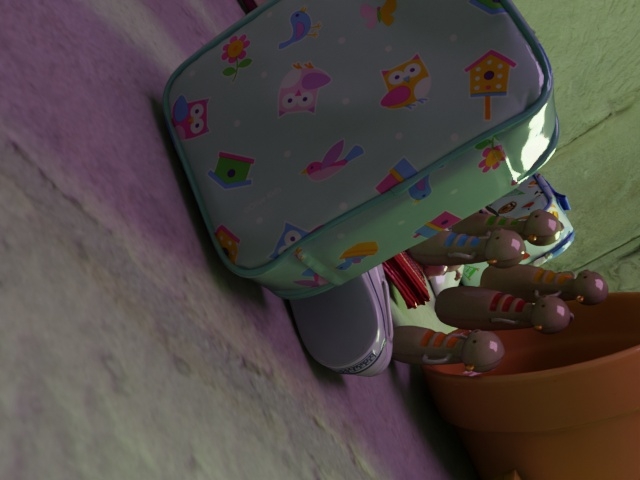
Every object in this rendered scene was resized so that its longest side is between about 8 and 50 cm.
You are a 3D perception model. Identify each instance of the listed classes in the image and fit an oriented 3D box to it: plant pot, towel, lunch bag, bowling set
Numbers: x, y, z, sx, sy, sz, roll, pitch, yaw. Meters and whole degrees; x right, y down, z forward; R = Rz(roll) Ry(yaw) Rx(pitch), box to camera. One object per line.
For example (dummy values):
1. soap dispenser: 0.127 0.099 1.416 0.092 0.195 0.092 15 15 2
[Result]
1. plant pot: 0.275 0.194 0.981 0.291 0.290 0.204 -40 115 -76
2. towel: 0.068 -0.041 1.189 0.199 0.031 0.275 52 14 -20
3. lunch bag: 0.029 -0.105 0.675 0.224 0.279 0.108 65 11 27
4. bowling set: 0.189 0.013 0.958 0.287 0.154 0.200 -28 114 -48
5. lunch bag: 0.354 -0.024 1.692 0.115 0.243 0.303 55 14 -17

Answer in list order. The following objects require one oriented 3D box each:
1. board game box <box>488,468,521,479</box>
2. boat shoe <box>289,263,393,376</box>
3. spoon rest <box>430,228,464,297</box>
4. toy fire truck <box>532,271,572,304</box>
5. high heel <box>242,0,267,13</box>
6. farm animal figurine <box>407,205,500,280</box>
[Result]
1. board game box: 0.217 0.386 0.772 0.317 0.064 0.242 60 14 2
2. boat shoe: 0.000 0.000 0.784 0.084 0.095 0.258 41 33 -61
3. spoon rest: 0.202 0.049 1.407 0.137 0.084 0.276 52 3 -33
4. toy fire truck: 0.415 0.161 1.744 0.253 0.169 0.302 27 30 -32
5. high heel: -0.090 -0.358 1.230 0.244 0.082 0.117 51 -13 10
6. farm animal figurine: 0.132 -0.125 1.169 0.327 0.172 0.330 62 15 24
